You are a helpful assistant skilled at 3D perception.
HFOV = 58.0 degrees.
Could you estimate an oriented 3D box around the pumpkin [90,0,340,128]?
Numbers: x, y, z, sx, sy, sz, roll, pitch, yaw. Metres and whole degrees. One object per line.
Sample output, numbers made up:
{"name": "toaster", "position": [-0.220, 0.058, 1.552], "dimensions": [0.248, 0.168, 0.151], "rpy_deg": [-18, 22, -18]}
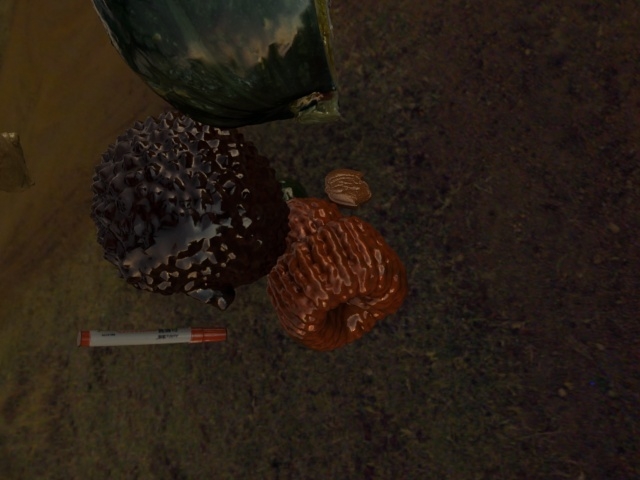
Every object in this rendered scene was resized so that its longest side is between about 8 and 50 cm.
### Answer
{"name": "pumpkin", "position": [-0.092, -0.221, 0.516], "dimensions": [0.197, 0.293, 0.263], "rpy_deg": [-11, 90, 7]}

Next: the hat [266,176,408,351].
{"name": "hat", "position": [0.000, 0.000, 1.158], "dimensions": [0.285, 0.285, 0.400], "rpy_deg": [-45, 54, 36]}

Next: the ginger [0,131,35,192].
{"name": "ginger", "position": [-0.467, -0.083, 0.567], "dimensions": [0.348, 0.122, 0.363], "rpy_deg": [-55, -12, -39]}

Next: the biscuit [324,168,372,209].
{"name": "biscuit", "position": [0.058, -0.113, 1.247], "dimensions": [0.130, 0.102, 0.019], "rpy_deg": [-98, 9, -46]}

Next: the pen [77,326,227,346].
{"name": "pen", "position": [-0.270, 0.158, 0.949], "dimensions": [0.028, 0.239, 0.028], "rpy_deg": [-9, 79, 61]}

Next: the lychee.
{"name": "lychee", "position": [-0.202, -0.046, 0.925], "dimensions": [0.306, 0.306, 0.330], "rpy_deg": [-24, 76, 48]}

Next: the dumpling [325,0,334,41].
{"name": "dumpling", "position": [-0.045, -0.316, 0.915], "dimensions": [0.108, 0.127, 0.188], "rpy_deg": [54, 150, 27]}
